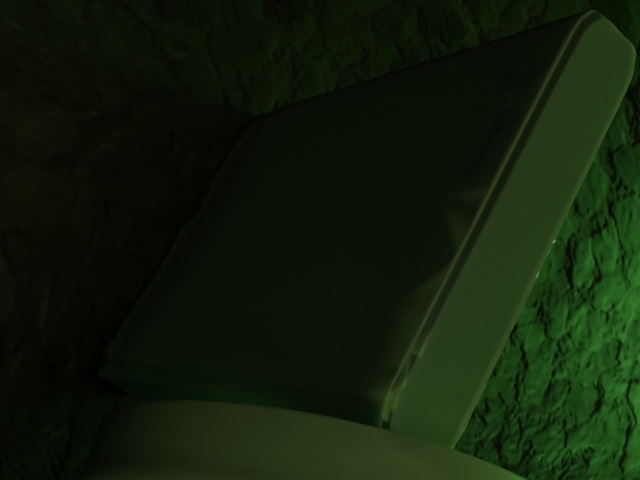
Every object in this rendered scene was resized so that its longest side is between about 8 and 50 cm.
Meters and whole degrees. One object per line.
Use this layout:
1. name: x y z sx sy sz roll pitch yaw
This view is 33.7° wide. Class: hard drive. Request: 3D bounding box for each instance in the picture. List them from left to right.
1. hard drive: 0.000 0.000 0.545 0.040 0.307 0.203 38 70 -23

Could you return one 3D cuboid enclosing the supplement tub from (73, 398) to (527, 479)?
1. supplement tub: -0.028 0.235 0.361 0.228 0.228 0.316 26 62 -28
